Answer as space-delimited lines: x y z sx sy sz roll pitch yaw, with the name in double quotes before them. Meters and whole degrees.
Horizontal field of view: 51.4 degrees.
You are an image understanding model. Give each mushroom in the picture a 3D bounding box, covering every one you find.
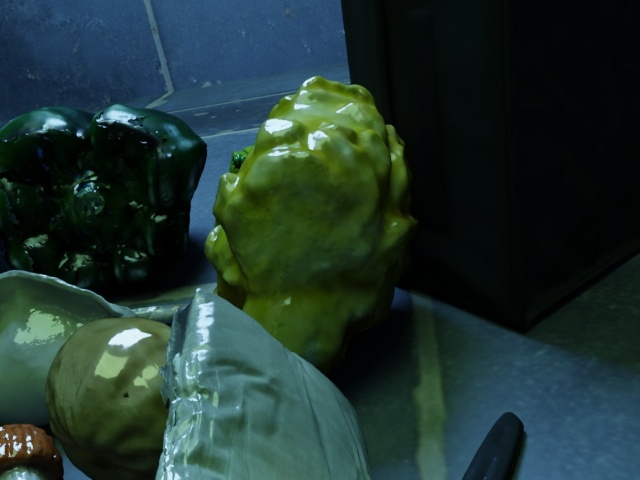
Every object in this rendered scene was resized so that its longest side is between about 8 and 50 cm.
"mushroom" -0.224 0.097 0.680 0.306 0.043 0.068 -16 -2 -8

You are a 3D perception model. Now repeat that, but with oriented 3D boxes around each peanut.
"peanut" -0.115 0.114 0.441 0.140 0.159 0.109 11 68 14

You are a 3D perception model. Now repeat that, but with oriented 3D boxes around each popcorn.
"popcorn" 0.000 0.000 0.575 0.192 0.233 0.266 11 60 -9

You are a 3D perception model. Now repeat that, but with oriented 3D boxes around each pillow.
"pillow" -0.023 0.132 0.323 0.050 0.148 0.230 -49 23 24

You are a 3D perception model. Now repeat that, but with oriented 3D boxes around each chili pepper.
"chili pepper" -0.272 -0.059 0.841 0.248 0.233 0.257 5 14 -3

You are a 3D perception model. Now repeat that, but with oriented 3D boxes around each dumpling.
"dumpling" -0.247 0.091 0.571 0.169 0.134 0.100 -5 24 22

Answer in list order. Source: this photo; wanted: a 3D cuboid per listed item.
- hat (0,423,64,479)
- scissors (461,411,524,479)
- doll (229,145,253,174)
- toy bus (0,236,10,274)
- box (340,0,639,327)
"hat" -0.179 0.192 0.363 0.112 0.094 0.162 -39 34 -6
"scissors" 0.081 0.169 0.384 0.088 0.017 0.220 3 26 32
"doll" -0.038 -0.104 0.934 0.186 0.134 0.106 -23 26 -13
"toy bus" -0.464 0.004 0.805 0.152 0.190 0.312 -10 23 5
"box" 0.186 -0.138 0.642 0.251 0.345 0.204 -24 27 -30
